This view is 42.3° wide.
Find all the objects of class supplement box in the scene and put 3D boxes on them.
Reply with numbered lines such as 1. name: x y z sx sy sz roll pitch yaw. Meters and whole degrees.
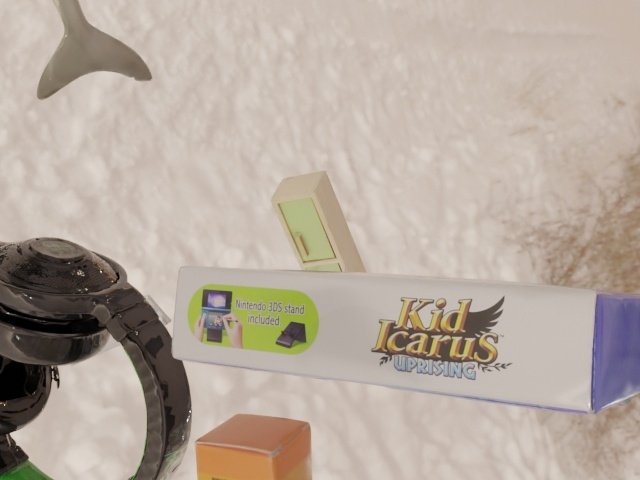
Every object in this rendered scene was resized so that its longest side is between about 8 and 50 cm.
1. supplement box: -0.051 0.269 0.688 0.078 0.080 0.233 -18 106 -66

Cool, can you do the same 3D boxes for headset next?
1. headset: -0.274 0.081 0.782 0.394 0.243 0.185 48 23 6

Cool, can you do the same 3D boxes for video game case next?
1. video game case: 0.085 0.055 0.538 0.269 0.244 0.061 8 85 -59

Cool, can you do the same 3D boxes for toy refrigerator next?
1. toy refrigerator: 0.000 0.000 1.706 0.094 0.102 0.269 -67 141 -51

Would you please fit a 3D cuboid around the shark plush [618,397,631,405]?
1. shark plush: 0.264 0.107 0.743 0.067 0.161 0.073 -9 67 -22

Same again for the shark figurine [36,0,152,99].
1. shark figurine: -0.238 -0.253 0.658 0.278 0.166 0.116 41 45 8

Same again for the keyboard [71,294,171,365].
1. keyboard: -0.402 0.173 1.569 0.072 0.256 0.014 57 24 -20
